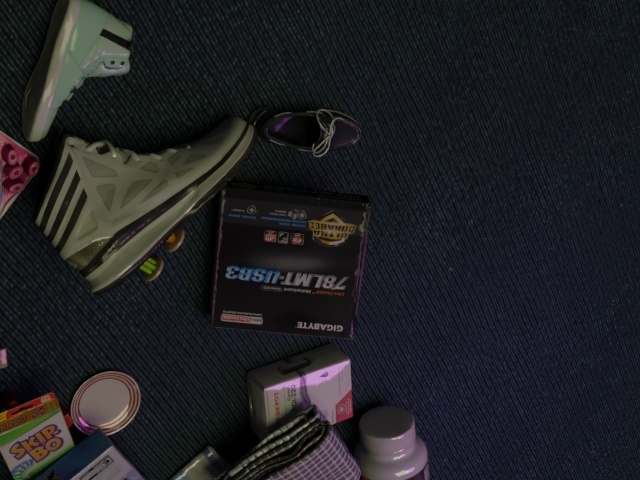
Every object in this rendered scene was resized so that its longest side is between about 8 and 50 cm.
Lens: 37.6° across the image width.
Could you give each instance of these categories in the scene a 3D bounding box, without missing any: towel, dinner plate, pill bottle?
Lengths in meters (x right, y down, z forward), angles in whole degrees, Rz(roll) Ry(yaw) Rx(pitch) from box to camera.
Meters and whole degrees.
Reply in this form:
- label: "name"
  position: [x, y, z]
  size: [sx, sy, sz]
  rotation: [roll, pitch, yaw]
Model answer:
- label: "towel"
  position: [-0.065, 0.511, 2.003]
  size: [0.284, 0.121, 0.235]
  rotation: [-36, 138, -6]
- label: "towel"
  position: [-0.285, 0.597, 2.041]
  size: [0.285, 0.034, 0.209]
  rotation: [-42, 124, -11]
- label: "dinner plate"
  position: [-0.424, 0.320, 1.854]
  size: [0.141, 0.017, 0.141]
  rotation: [-12, 114, -29]
- label: "pill bottle"
  position: [0.171, 0.557, 2.226]
  size: [0.176, 0.176, 0.318]
  rotation: [-21, 118, -25]

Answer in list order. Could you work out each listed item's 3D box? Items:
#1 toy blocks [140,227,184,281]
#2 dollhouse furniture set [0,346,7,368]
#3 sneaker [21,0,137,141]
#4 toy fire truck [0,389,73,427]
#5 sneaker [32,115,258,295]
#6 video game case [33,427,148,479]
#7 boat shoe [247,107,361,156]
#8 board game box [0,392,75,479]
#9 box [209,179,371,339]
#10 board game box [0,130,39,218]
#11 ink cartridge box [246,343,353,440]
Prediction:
- label: "toy blocks"
  position: [-0.344, -0.007, 1.753]
  size: [0.148, 0.054, 0.123]
  rotation: [38, 86, -37]
- label: "dollhouse furniture set"
  position: [-0.613, 0.295, 1.644]
  size: [0.161, 0.101, 0.182]
  rotation: [-15, 113, -42]
- label: "sneaker"
  position: [-0.402, -0.271, 1.590]
  size: [0.151, 0.094, 0.256]
  rotation: [16, 100, -39]
- label: "toy fire truck"
  position: [-0.575, 0.353, 1.752]
  size: [0.192, 0.047, 0.135]
  rotation: [-39, 126, -13]
- label: "sneaker"
  position: [-0.315, -0.139, 1.650]
  size: [0.257, 0.169, 0.447]
  rotation: [48, 57, -11]
- label: "video game case"
  position: [-0.477, 0.520, 1.829]
  size: [0.269, 0.061, 0.244]
  rotation: [-38, 142, -14]
- label: "boat shoe"
  position: [-0.018, -0.219, 1.862]
  size: [0.254, 0.079, 0.095]
  rotation: [7, 104, -34]
- label: "board game box"
  position: [-0.524, 0.385, 1.747]
  size: [0.124, 0.039, 0.259]
  rotation: [-22, 138, -19]
- label: "box"
  position: [-0.063, 0.041, 1.864]
  size: [0.295, 0.073, 0.293]
  rotation: [7, 106, -3]
- label: "board game box"
  position: [-0.709, -0.075, 1.497]
  size: [0.390, 0.050, 0.390]
  rotation: [39, 85, -36]
- label: "ink cartridge box"
  position: [-0.044, 0.337, 2.057]
  size: [0.218, 0.092, 0.158]
  rotation: [-15, 116, -25]
